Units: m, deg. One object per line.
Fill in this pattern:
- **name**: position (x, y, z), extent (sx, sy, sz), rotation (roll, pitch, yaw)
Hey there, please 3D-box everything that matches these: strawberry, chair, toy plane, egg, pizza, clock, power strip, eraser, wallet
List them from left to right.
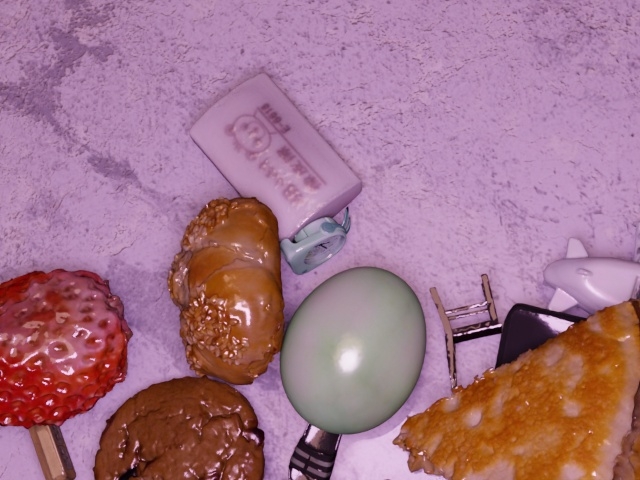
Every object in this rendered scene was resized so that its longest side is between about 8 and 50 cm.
- **strawberry**: position (-0.472, 0.172, 1.617), extent (0.336, 0.149, 0.265), rotation (-21, 76, -25)
- **power strip**: position (-0.476, 0.278, 1.690), extent (0.044, 0.064, 0.305), rotation (-24, 75, -2)
- **eraser**: position (-0.078, -0.138, 1.730), extent (0.174, 0.095, 0.270), rotation (-39, 76, -6)
- **clock**: position (0.000, 0.000, 1.684), extent (0.135, 0.101, 0.041), rotation (-32, 66, -6)
- **egg**: position (0.052, 0.169, 1.571), extent (0.221, 0.220, 0.269), rotation (18, 77, 11)
- **chair**: position (0.248, 0.172, 1.619), extent (0.102, 0.084, 0.212), rotation (-15, 75, 7)
- **pizza**: position (0.292, 0.284, 1.455), extent (0.406, 0.130, 0.439), rotation (-6, 48, 45)
- **wallet**: position (0.339, 0.228, 1.566), extent (0.149, 0.044, 0.250), rotation (15, 103, 20)
- **toy plane**: position (0.483, 0.090, 1.588), extent (0.267, 0.122, 0.266), rotation (-2, 72, 5)

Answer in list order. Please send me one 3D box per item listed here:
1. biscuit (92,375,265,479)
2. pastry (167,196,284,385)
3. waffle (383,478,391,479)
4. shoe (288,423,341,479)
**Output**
- **biscuit**: position (-0.231, 0.349, 1.606), extent (0.296, 0.075, 0.295), rotation (-8, 64, 16)
- **pastry**: position (-0.160, 0.077, 1.606), extent (0.162, 0.255, 0.310), rotation (5, 58, -24)
- **waffle**: position (0.129, 0.438, 1.538), extent (0.191, 0.191, 0.038), rotation (20, 39, 11)
- **shoe**: position (-0.005, 0.332, 1.627), extent (0.071, 0.049, 0.179), rotation (20, 80, 12)
